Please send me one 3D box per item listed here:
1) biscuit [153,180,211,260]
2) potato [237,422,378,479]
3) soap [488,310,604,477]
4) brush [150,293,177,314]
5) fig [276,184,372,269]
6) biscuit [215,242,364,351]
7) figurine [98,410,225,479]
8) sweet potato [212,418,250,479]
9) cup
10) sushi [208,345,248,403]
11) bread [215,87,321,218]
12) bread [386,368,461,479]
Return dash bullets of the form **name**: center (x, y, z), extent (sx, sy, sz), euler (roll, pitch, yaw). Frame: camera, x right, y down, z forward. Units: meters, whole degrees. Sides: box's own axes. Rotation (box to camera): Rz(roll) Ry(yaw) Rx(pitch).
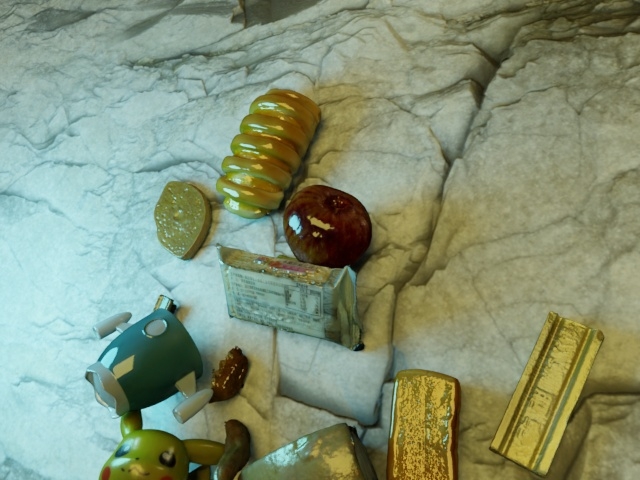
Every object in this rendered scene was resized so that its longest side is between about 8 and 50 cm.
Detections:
- **biscuit**: center (-0.323, -0.053, 1.255), extent (0.142, 0.029, 0.221), euler (-27, 60, 8)
- **potato**: center (-0.023, 0.429, 0.837), extent (0.264, 0.189, 0.211), euler (-22, 62, 10)
- **soap**: center (0.367, 0.244, 0.867), extent (0.092, 0.037, 0.252), euler (24, 76, 26)
- **brush**: center (-0.373, 0.237, 1.144), extent (0.043, 0.036, 0.248), euler (18, 81, 30)
- **fig**: center (0.007, 0.000, 1.058), extent (0.175, 0.207, 0.175), euler (10, 39, -8)
- **biscuit**: center (-0.065, 0.108, 1.017), extent (0.309, 0.186, 0.079), euler (8, 32, 23)
- **figurine**: center (-0.298, 0.454, 0.914), extent (0.218, 0.169, 0.327), euler (12, 63, 3)
- **sweet potato**: center (-0.151, 0.377, 0.944), extent (0.053, 0.182, 0.054), euler (-14, 103, 2)
- **cup**: center (-0.338, 0.239, 1.011), extent (0.299, 0.167, 0.173), euler (32, 45, 30)
- **sushi**: center (-0.183, 0.266, 1.050), extent (0.060, 0.061, 0.118), euler (10, 51, 33)
- **bread**: center (-0.122, -0.198, 1.195), extent (0.173, 0.121, 0.311), euler (16, 74, 24)
- **bread**: center (0.172, 0.315, 0.883), extent (0.116, 0.077, 0.200), euler (1, 69, 19)
